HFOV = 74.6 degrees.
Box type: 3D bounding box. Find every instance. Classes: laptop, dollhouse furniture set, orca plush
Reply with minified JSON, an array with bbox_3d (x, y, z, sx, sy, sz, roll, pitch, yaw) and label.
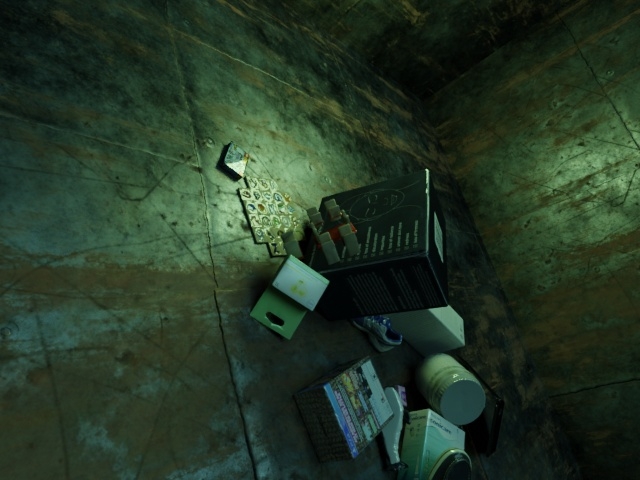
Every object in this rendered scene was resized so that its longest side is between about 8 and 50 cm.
[{"bbox_3d":[0.788,0.826,2.125,0.382,0.237,0.407,38,65,-56],"label":"laptop"},{"bbox_3d":[0.000,0.000,1.505,0.262,0.260,0.135,-115,-177,-57],"label":"dollhouse furniture set"},{"bbox_3d":[0.277,0.706,1.597,0.102,0.151,0.286,59,12,-67],"label":"orca plush"}]

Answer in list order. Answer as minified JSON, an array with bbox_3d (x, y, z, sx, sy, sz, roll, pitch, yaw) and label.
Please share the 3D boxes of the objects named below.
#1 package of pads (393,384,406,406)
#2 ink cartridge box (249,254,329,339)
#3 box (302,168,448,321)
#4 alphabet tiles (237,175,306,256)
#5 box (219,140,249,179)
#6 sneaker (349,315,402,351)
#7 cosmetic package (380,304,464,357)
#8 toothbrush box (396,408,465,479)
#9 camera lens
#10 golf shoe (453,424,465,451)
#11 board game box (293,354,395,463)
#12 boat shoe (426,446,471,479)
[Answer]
[{"bbox_3d":[0.334,0.653,1.763,0.050,0.032,0.083,29,45,-35],"label":"package of pads"},{"bbox_3d":[-0.101,0.190,1.403,0.171,0.056,0.234,36,72,-15],"label":"ink cartridge box"},{"bbox_3d":[0.226,0.021,1.641,0.297,0.473,0.479,60,31,-35],"label":"box"},{"bbox_3d":[-0.185,-0.099,1.668,0.285,0.011,0.342,-3,69,-52],"label":"alphabet tiles"},{"bbox_3d":[-0.329,-0.309,1.623,0.094,0.027,0.136,37,41,-31],"label":"box"},{"bbox_3d":[0.227,0.338,1.770,0.296,0.131,0.111,47,38,-16],"label":"sneaker"},{"bbox_3d":[0.451,0.341,1.964,0.453,0.230,0.161,43,37,-24],"label":"cosmetic package"},{"bbox_3d":[0.428,0.838,1.612,0.216,0.126,0.295,36,49,-17],"label":"toothbrush box"},{"bbox_3d":[0.547,0.629,1.809,0.219,0.219,0.274,53,-3,-11],"label":"camera lens"},{"bbox_3d":[0.588,0.928,1.848,0.120,0.105,0.272,51,38,-41],"label":"golf shoe"},{"bbox_3d":[0.088,0.560,1.423,0.291,0.141,0.231,-10,74,-54],"label":"board game box"},{"bbox_3d":[0.424,0.956,1.387,0.187,0.156,0.499,29,70,-18],"label":"boat shoe"}]
